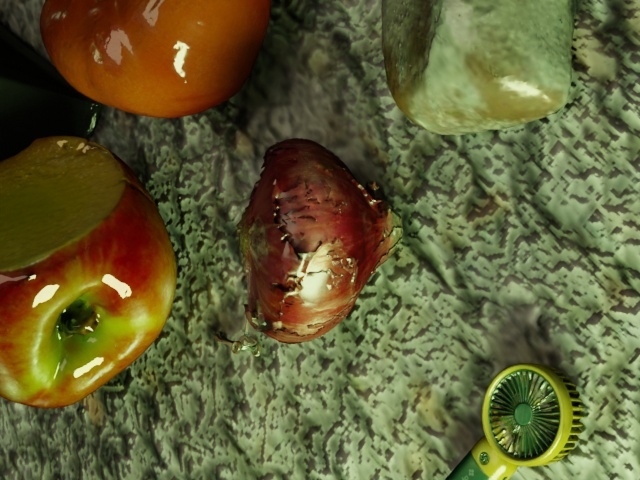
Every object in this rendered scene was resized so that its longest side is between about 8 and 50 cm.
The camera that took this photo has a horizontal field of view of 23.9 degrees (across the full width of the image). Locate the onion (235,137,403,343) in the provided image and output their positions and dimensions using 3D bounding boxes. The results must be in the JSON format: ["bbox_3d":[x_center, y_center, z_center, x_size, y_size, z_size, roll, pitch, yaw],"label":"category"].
[{"bbox_3d":[0.000,0.000,1.332,0.147,0.184,0.184,-3,77,0],"label":"onion"}]

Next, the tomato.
[{"bbox_3d":[-0.154,-0.240,1.485,0.260,0.180,0.259,-8,77,39],"label":"tomato"}]

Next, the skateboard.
[{"bbox_3d":[-0.078,0.065,1.465,0.064,0.032,0.083,15,95,54],"label":"skateboard"}]

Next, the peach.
[{"bbox_3d":[-0.279,0.028,1.515,0.274,0.249,0.245,-118,36,-47],"label":"peach"}]

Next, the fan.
[{"bbox_3d":[0.151,0.165,1.224,0.155,0.039,0.082,-52,53,25],"label":"fan"}]

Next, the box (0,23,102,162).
[{"bbox_3d":[-0.457,-0.137,1.714,0.345,0.204,0.251,36,106,36],"label":"box"}]

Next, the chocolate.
[{"bbox_3d":[0.122,-0.246,1.293,0.185,0.100,0.303,-8,74,45],"label":"chocolate"}]
